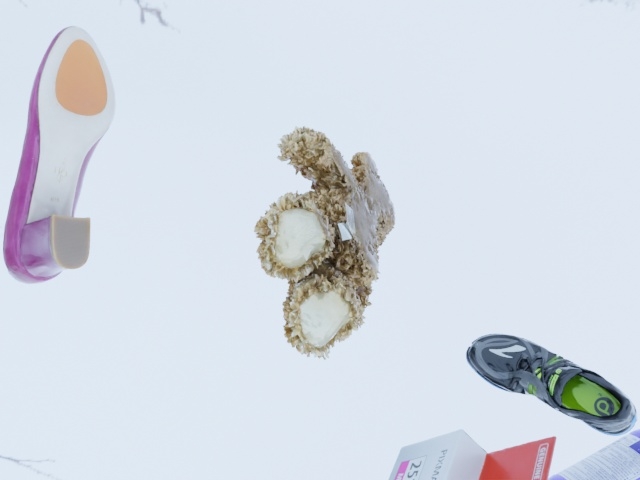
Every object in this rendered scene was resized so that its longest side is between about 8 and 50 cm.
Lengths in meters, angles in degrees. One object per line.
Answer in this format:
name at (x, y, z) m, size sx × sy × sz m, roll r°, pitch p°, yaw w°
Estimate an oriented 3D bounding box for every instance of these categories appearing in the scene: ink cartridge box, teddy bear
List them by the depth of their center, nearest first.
teddy bear at (0.000, 0.000, 0.811) m, size 0.245 × 0.113 × 0.338 m, roll 59°, pitch -156°, yaw -28°
ink cartridge box at (0.151, 0.354, 0.846) m, size 0.060 × 0.239 × 0.275 m, roll 43°, pitch -134°, yaw -10°

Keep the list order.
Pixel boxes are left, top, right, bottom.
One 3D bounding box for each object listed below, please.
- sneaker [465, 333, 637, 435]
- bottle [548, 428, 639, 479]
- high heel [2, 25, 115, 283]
sneaker at (0.251, 0.148, 0.757) m, size 0.188 × 0.078 × 0.067 m, roll 24°, pitch -104°, yaw 26°
bottle at (0.353, 0.353, 0.920) m, size 0.283 × 0.118 × 0.092 m, roll -27°, pitch -85°, yaw -5°
high heel at (-0.262, -0.081, 0.673) m, size 0.082 × 0.117 × 0.244 m, roll 4°, pitch -101°, yaw -49°
